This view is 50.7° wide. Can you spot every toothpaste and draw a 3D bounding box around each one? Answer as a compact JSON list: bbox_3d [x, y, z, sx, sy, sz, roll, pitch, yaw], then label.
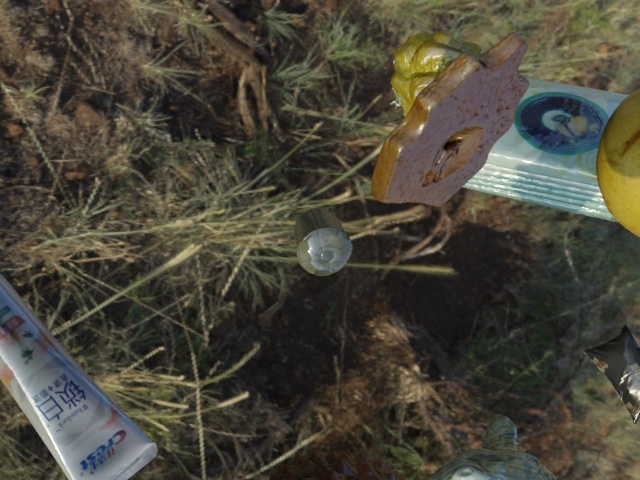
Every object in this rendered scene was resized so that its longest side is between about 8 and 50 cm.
[{"bbox_3d":[-0.318,0.148,0.763,0.100,0.066,0.323,-38,98,-22],"label":"toothpaste"}]

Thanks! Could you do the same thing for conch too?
[{"bbox_3d":[0.197,0.332,0.834,0.170,0.203,0.386,51,37,-25],"label":"conch"}]

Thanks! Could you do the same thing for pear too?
[{"bbox_3d":[0.626,-0.137,1.142,0.314,0.314,0.315,-7,99,-48],"label":"pear"}]

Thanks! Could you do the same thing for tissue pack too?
[{"bbox_3d":[0.492,-0.216,1.481,0.162,0.387,0.287,84,27,-50],"label":"tissue pack"}]

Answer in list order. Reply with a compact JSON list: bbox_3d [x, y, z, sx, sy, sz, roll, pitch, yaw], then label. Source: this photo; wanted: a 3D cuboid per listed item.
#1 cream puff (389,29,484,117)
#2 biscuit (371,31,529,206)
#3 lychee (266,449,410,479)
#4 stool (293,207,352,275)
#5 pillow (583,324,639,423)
[{"bbox_3d":[0.181,-0.240,0.962,0.156,0.156,0.121,-47,123,-35],"label":"cream puff"},{"bbox_3d":[0.147,-0.129,0.731,0.182,0.034,0.215,-1,131,-49],"label":"biscuit"},{"bbox_3d":[0.046,0.640,1.276,0.424,0.500,0.425,-13,135,-14],"label":"lychee"},{"bbox_3d":[0.000,0.000,1.172,0.096,0.110,0.096,-6,122,-9],"label":"stool"},{"bbox_3d":[0.544,0.232,1.180,0.048,0.090,0.150,-11,65,-53],"label":"pillow"}]
